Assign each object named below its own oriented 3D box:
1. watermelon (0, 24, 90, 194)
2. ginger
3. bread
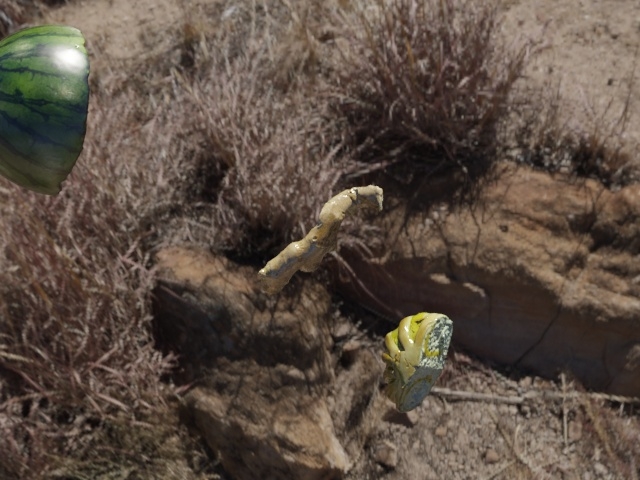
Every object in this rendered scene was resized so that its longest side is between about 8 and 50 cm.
[{"bbox_3d":[-0.561,-0.247,1.388,0.189,0.331,0.331,1,47,-29],"label":"watermelon"},{"bbox_3d":[0.000,0.000,1.310,0.288,0.089,0.075,-40,36,12],"label":"ginger"},{"bbox_3d":[0.135,0.170,1.109,0.094,0.083,0.157,48,116,38],"label":"bread"}]
